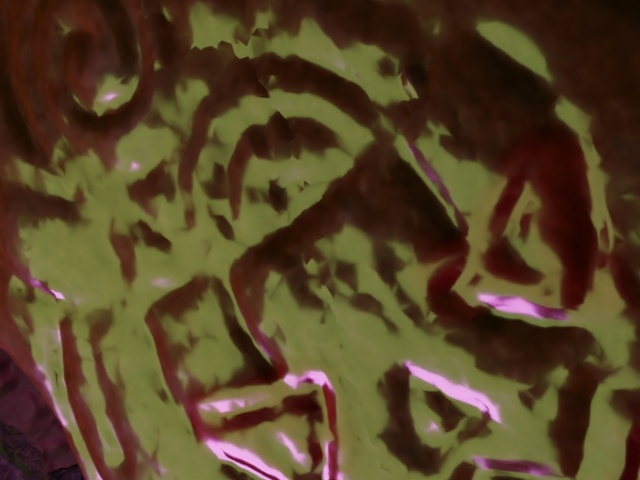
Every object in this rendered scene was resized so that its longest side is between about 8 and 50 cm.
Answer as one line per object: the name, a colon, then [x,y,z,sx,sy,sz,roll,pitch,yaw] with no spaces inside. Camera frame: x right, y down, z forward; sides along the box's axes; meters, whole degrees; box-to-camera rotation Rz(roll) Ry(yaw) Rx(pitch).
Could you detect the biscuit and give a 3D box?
biscuit: [0.020,0.000,0.472,0.257,0.273,0.049,54,-143,7]
